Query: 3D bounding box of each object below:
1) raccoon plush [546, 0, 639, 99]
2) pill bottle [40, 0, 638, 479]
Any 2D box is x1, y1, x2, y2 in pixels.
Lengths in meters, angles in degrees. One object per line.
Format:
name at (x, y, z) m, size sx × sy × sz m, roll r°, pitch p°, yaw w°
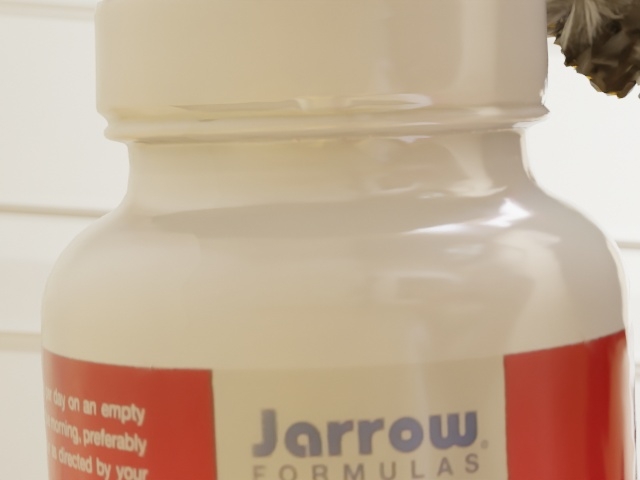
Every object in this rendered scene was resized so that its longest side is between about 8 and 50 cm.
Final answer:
raccoon plush at (0.320, -0.092, 0.813) m, size 0.446 × 0.299 × 0.216 m, roll 44°, pitch 113°, yaw 25°
pill bottle at (0.009, 0.108, 0.664) m, size 0.229 × 0.229 × 0.407 m, roll -151°, pitch 58°, yaw -82°
